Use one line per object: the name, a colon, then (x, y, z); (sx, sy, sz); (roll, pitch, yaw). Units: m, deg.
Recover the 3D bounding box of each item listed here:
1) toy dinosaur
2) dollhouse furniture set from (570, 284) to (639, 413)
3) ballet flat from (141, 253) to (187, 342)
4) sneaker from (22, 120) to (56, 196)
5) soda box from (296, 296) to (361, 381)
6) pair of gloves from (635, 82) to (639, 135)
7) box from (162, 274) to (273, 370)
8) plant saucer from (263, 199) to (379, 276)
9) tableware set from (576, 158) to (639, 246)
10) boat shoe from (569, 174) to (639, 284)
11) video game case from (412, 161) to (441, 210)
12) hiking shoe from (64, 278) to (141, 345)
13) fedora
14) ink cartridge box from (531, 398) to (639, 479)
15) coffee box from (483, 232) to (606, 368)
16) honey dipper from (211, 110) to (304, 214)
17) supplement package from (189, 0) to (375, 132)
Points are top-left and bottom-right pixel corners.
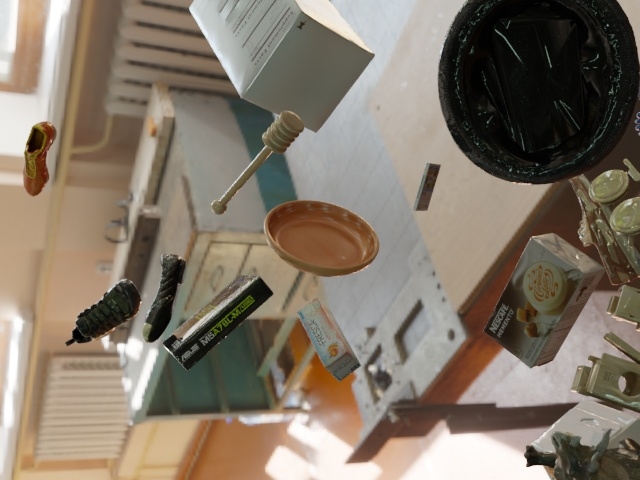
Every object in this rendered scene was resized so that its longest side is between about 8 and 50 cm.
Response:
toy dinosaur: (0.371, 0.312, 1.048); (0.160, 0.313, 0.121); (-10, 69, 47)
dollhouse furniture set: (0.445, 0.158, 1.154); (0.182, 0.101, 0.161); (46, -118, -78)
ballet flat: (-0.268, 0.098, 1.356); (0.057, 0.049, 0.173); (92, -171, -51)
sneaker: (-0.629, -0.178, 1.766); (0.067, 0.064, 0.175); (-46, -27, -68)
soda box: (0.015, 0.202, 1.666); (0.058, 0.063, 0.183); (-37, 39, 6)
pair of gloves: (0.845, -0.341, 2.096); (0.023, 0.159, 0.198); (-13, 85, 46)
box: (-0.175, 0.131, 1.340); (0.045, 0.184, 0.190); (53, 167, -8)
plant saucer: (0.000, 0.000, 1.371); (0.200, 0.199, 0.037); (-115, 33, -48)
tableware set: (0.616, -0.074, 1.642); (0.128, 0.039, 0.194); (-36, 34, 18)
boat shoe: (0.733, -0.030, 2.122); (0.116, 0.123, 0.324); (-34, 71, 24)
video game case: (0.263, -0.132, 1.993); (0.011, 0.087, 0.122); (21, 101, 25)
hiking shoe: (-0.490, 0.174, 1.823); (0.086, 0.114, 0.227); (48, 125, 4)
fedora: (0.346, -0.262, 1.291); (0.152, 0.333, 0.334); (-43, -33, -67)
ink cartridge box: (0.592, 0.485, 1.686); (0.233, 0.168, 0.171); (61, 162, -12)
coffee box: (0.468, 0.127, 1.701); (0.141, 0.098, 0.247); (41, 123, 34)
honey dipper: (-0.073, -0.077, 0.873); (0.161, 0.030, 0.031); (-46, 44, 37)
supplement package: (-0.059, -0.282, 1.088); (0.134, 0.139, 0.244); (-51, 43, 22)
